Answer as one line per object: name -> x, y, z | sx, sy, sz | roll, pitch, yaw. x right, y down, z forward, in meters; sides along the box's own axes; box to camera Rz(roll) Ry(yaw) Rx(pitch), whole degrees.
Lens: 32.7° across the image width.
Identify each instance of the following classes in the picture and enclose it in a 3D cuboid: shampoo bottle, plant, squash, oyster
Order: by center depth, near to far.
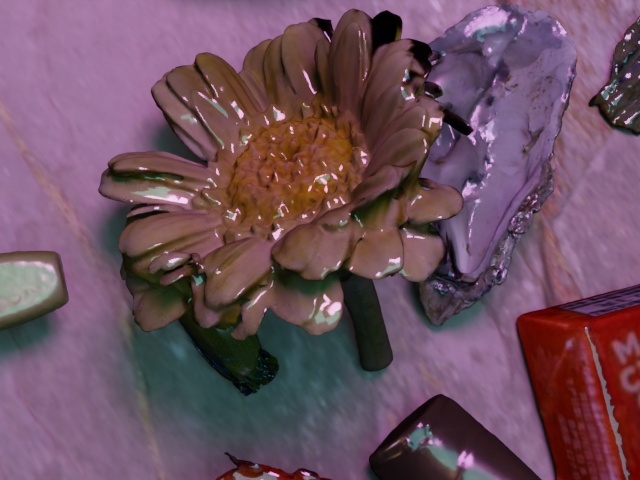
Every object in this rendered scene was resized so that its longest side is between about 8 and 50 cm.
plant -> 0.012, -0.033, 0.806 | 0.297, 0.261, 0.305 | 38, 41, -16
shampoo bottle -> 0.186, 0.279, 0.886 | 0.350, 0.125, 0.084 | 46, 41, 7
squash -> -0.100, 0.048, 0.888 | 0.052, 0.052, 0.183 | -35, 95, -14
oyster -> 0.146, -0.077, 0.935 | 0.199, 0.087, 0.252 | -19, 80, -4

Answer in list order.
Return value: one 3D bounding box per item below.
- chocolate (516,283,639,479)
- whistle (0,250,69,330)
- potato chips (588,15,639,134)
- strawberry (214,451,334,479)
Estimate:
chocolate -> 0.316, 0.147, 0.935 | 0.238, 0.108, 0.234 | -12, 84, -12
whistle -> -0.333, 0.060, 0.805 | 0.289, 0.106, 0.131 | -13, 84, -12
potato chips -> 0.333, -0.187, 1.020 | 0.092, 0.028, 0.207 | 36, 79, -7
strawberry -> 0.014, 0.320, 0.834 | 0.280, 0.150, 0.253 | 19, 75, 5
